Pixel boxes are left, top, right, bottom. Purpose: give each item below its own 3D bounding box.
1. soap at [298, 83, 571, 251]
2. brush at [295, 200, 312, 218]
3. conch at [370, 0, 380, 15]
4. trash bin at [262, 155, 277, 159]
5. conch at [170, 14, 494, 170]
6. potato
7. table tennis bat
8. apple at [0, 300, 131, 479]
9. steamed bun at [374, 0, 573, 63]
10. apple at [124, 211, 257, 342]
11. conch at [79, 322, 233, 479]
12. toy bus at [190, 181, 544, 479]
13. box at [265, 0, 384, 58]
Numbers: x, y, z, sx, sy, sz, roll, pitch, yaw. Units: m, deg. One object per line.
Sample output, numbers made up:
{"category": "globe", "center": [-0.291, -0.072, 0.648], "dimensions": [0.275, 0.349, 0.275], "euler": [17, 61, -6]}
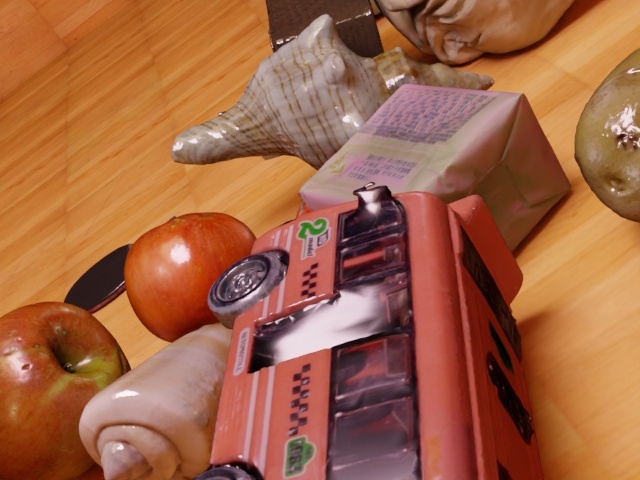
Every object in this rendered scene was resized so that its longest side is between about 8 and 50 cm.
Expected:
{"category": "soap", "center": [0.115, -0.055, 1.025], "dimensions": [0.182, 0.138, 0.199], "euler": [-47, 29, -16]}
{"category": "brush", "center": [0.001, 0.000, 1.153], "dimensions": [0.051, 0.070, 0.323], "euler": [-22, 30, 19]}
{"category": "conch", "center": [0.075, -0.442, 1.685], "dimensions": [0.221, 0.121, 0.185], "euler": [-34, 23, -9]}
{"category": "trash bin", "center": [-0.055, -0.171, 1.506], "dimensions": [0.061, 0.043, 0.092], "euler": [-10, 37, 42]}
{"category": "conch", "center": [0.010, -0.162, 1.191], "dimensions": [0.386, 0.203, 0.169], "euler": [-6, -8, -6]}
{"category": "potato", "center": [0.334, -0.117, 0.852], "dimensions": [0.251, 0.159, 0.174], "euler": [-35, 50, -15]}
{"category": "table tennis bat", "center": [-0.295, 0.039, 1.493], "dimensions": [0.220, 0.019, 0.130], "euler": [-37, 29, 4]}
{"category": "apple", "center": [-0.308, 0.175, 1.118], "dimensions": [0.196, 0.196, 0.196], "euler": [-28, 29, 17]}
{"category": "steamed bun", "center": [0.183, -0.382, 1.313], "dimensions": [0.276, 0.203, 0.289], "euler": [-49, 41, 16]}
{"category": "apple", "center": [-0.144, 0.045, 1.167], "dimensions": [0.163, 0.163, 0.139], "euler": [-28, 70, 18]}
{"category": "conch", "center": [-0.136, 0.173, 1.028], "dimensions": [0.255, 0.127, 0.158], "euler": [-35, -13, -46]}
{"category": "toy bus", "center": [0.044, 0.144, 0.745], "dimensions": [0.233, 0.203, 0.427], "euler": [-22, 32, 18]}
{"category": "box", "center": [0.015, -0.260, 1.388], "dimensions": [0.143, 0.184, 0.273], "euler": [-15, 32, 5]}
